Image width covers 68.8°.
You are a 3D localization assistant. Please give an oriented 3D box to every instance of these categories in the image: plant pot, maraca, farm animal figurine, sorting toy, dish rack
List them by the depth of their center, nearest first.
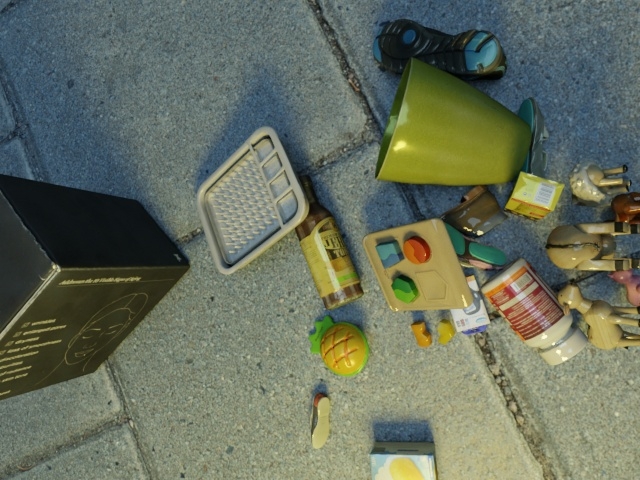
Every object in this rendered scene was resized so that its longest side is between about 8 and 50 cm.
[{"bbox_3d":[0.555,0.041,0.952,0.172,0.327,0.330,-3,70,47],"label":"farm animal figurine"},{"bbox_3d":[0.302,-0.233,1.052,0.293,0.275,0.275,15,92,0],"label":"plant pot"},{"bbox_3d":[0.229,0.111,1.075,0.229,0.041,0.307,-15,101,49],"label":"sorting toy"},{"bbox_3d":[0.044,0.264,1.176,0.186,0.099,0.127,23,86,40],"label":"maraca"},{"bbox_3d":[-0.175,-0.096,1.209,0.333,0.072,0.285,-35,66,28],"label":"dish rack"}]

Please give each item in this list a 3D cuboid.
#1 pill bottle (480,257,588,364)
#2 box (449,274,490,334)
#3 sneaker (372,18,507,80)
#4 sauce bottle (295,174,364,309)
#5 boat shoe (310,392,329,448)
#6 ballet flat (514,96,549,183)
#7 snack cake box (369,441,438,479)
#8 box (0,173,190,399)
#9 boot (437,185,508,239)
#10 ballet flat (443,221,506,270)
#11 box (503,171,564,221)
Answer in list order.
[{"bbox_3d":[0.475,0.158,1.042,0.121,0.121,0.221,-40,78,11],"label":"pill bottle"},{"bbox_3d":[0.352,0.158,1.126,0.081,0.028,0.136,-19,81,14],"label":"box"},{"bbox_3d":[0.279,-0.441,1.129,0.341,0.140,0.125,28,106,34],"label":"sneaker"},{"bbox_3d":[0.000,0.000,1.187,0.111,0.111,0.344,-25,81,14],"label":"sauce bottle"},{"bbox_3d":[-0.005,0.465,1.208,0.043,0.049,0.137,8,93,58],"label":"boat shoe"},{"bbox_3d":[0.496,-0.222,1.088,0.068,0.072,0.213,4,90,-11],"label":"ballet flat"},{"bbox_3d":[0.208,0.628,1.116,0.152,0.089,0.264,-7,86,15],"label":"snack cake box"},{"bbox_3d":[-0.682,0.129,1.184,0.472,0.480,0.297,-44,77,10],"label":"box"},{"bbox_3d":[0.334,-0.029,1.110,0.219,0.082,0.106,-43,75,8],"label":"boot"},{"bbox_3d":[0.321,0.024,1.081,0.221,0.079,0.077,21,55,-13],"label":"ballet flat"},{"bbox_3d":[0.449,-0.089,1.000,0.087,0.232,0.058,21,93,17],"label":"box"}]
